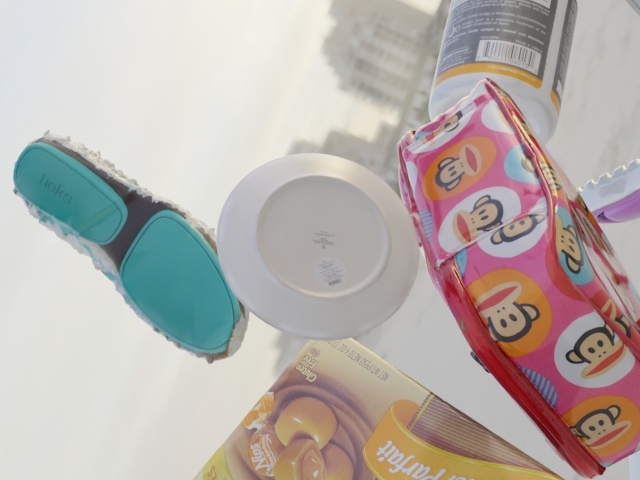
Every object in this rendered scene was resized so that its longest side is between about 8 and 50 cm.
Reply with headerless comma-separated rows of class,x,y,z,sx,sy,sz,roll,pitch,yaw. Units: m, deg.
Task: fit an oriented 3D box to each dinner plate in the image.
dinner plate,0.000,0.000,0.934,0.141,0.141,0.017,-63,-2,-26

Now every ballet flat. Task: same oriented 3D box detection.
ballet flat,-0.217,-0.002,1.728,0.147,0.409,0.147,-40,-24,-22

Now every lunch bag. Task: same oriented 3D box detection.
lunch bag,0.181,0.034,1.077,0.120,0.258,0.293,-34,31,16

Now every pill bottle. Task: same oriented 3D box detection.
pill bottle,0.238,-0.258,1.740,0.162,0.162,0.278,108,177,-62

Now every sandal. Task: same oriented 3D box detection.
sandal,0.452,-0.063,1.579,0.416,0.169,0.102,149,114,-65

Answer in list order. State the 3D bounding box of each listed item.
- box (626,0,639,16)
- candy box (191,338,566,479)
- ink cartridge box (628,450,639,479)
box,0.357,-0.329,1.364,0.094,0.113,0.275,-34,-15,-8
candy box,0.060,0.208,0.984,0.183,0.316,0.087,-50,-45,-9
ink cartridge box,0.383,0.202,1.237,0.223,0.129,0.307,127,148,-61
